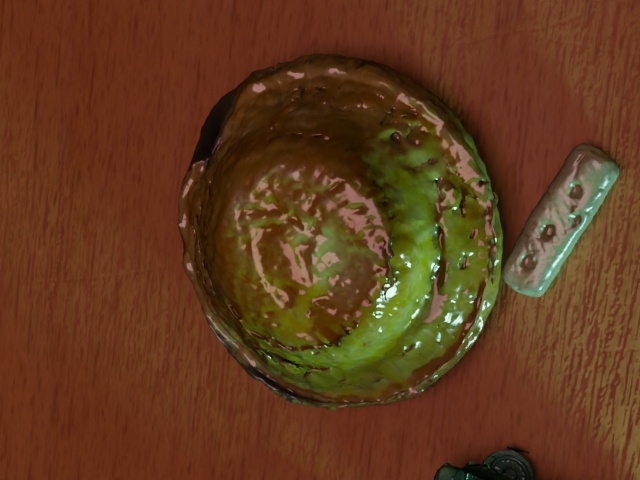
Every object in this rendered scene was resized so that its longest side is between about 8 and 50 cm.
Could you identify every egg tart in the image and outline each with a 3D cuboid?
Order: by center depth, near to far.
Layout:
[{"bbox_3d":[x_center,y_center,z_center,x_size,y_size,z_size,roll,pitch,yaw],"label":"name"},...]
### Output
[{"bbox_3d":[0.000,0.000,1.903,0.443,0.178,0.443,4,99,25],"label":"egg tart"}]

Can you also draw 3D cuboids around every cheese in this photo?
[{"bbox_3d":[0.274,-0.022,1.843,0.065,0.043,0.194,37,112,23],"label":"cheese"}]

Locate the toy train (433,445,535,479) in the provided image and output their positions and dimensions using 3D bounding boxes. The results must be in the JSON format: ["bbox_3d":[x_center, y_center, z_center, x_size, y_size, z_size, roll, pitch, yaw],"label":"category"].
[{"bbox_3d":[0.261,0.362,1.845,0.307,0.126,0.190,17,103,23],"label":"toy train"}]
